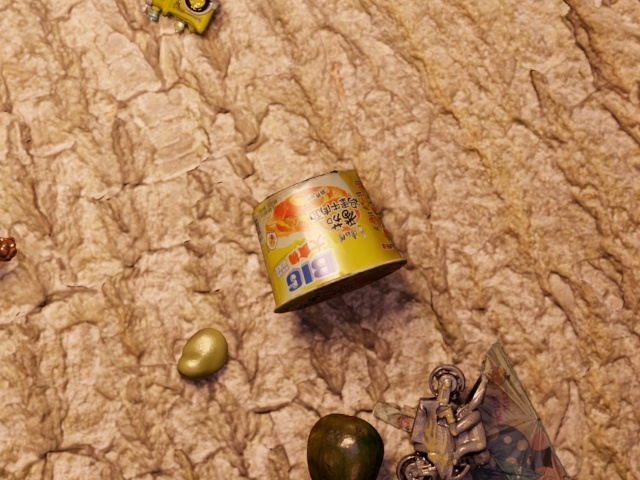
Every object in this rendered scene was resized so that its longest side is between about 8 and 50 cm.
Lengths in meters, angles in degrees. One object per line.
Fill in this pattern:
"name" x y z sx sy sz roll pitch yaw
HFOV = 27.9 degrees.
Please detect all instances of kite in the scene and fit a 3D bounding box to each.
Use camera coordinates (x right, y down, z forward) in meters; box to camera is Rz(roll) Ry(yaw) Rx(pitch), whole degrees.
"kite" 0.220 0.309 1.883 0.314 0.011 0.335 20 85 -5

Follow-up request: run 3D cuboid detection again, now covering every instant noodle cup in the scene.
"instant noodle cup" 0.000 0.000 1.788 0.205 0.205 0.153 -22 81 -6

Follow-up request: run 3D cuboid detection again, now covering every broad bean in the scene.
"broad bean" -0.167 0.164 1.832 0.063 0.045 0.083 39 76 7

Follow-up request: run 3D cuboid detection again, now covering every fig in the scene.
"fig" 0.034 0.331 1.821 0.117 0.117 0.177 -2 105 -6

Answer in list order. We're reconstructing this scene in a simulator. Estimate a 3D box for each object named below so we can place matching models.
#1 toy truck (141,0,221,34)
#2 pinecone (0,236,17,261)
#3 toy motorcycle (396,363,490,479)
"toy truck" -0.203 -0.338 1.835 0.111 0.076 0.077 25 105 -4
"pinecone" -0.520 -0.009 1.736 0.212 0.168 0.185 -1 119 -17
"toy motorcycle" 0.190 0.277 1.845 0.124 0.061 0.193 20 92 2
